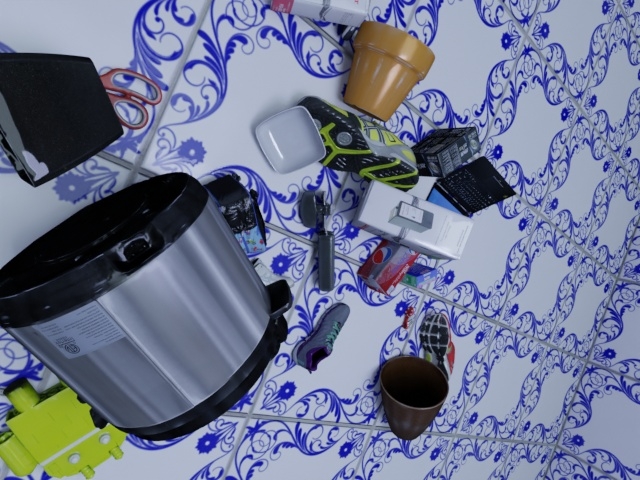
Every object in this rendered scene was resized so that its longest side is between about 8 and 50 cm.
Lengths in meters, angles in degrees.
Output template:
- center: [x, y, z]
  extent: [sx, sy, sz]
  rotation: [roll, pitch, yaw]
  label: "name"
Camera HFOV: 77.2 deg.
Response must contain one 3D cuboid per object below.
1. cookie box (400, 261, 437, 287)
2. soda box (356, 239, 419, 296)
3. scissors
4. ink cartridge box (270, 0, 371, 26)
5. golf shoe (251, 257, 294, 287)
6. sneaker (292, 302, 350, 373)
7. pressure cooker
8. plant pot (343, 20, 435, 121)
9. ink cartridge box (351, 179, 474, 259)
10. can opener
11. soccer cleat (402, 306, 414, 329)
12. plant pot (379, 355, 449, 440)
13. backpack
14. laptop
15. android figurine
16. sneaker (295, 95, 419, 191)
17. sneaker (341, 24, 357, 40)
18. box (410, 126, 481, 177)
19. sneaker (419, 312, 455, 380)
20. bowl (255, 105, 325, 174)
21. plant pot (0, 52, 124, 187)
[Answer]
- center: [0.299, 0.107, 1.274]
  extent: [0.092, 0.107, 0.040]
  rotation: [-16, 109, -30]
  label: "cookie box"
- center: [0.234, 0.037, 1.225]
  extent: [0.263, 0.092, 0.083]
  rotation: [-49, 121, -14]
  label: "soda box"
- center: [-0.453, -0.302, 0.742]
  extent: [0.297, 0.021, 0.108]
  rotation: [17, 99, -32]
  label: "scissors"
- center: [0.005, -0.590, 0.896]
  extent: [0.218, 0.092, 0.158]
  rotation: [5, 98, -10]
  label: "ink cartridge box"
- center: [-0.141, 0.087, 1.007]
  extent: [0.176, 0.069, 0.085]
  rotation: [4, 92, -35]
  label: "golf shoe"
- center: [0.025, 0.279, 1.136]
  extent: [0.223, 0.098, 0.083]
  rotation: [-48, 122, -16]
  label: "sneaker"
- center: [-0.285, 0.137, 0.726]
  extent: [0.375, 0.370, 0.420]
  rotation: [-52, 128, -38]
  label: "pressure cooker"
- center: [0.156, -0.415, 1.025]
  extent: [0.205, 0.205, 0.187]
  rotation: [15, 106, -35]
  label: "plant pot"
- center: [0.232, -0.048, 1.074]
  extent: [0.273, 0.198, 0.114]
  rotation: [22, 88, 0]
  label: "ink cartridge box"
- center: [0.000, 0.000, 1.088]
  extent: [0.093, 0.074, 0.280]
  rotation: [-4, 103, 2]
  label: "can opener"
- center: [0.302, 0.263, 1.360]
  extent: [0.036, 0.029, 0.083]
  rotation: [8, 99, -43]
  label: "soccer cleat"
- center: [0.295, 0.543, 1.325]
  extent: [0.216, 0.215, 0.230]
  rotation: [-17, 123, -30]
  label: "plant pot"
- center: [-0.193, -0.043, 0.896]
  extent: [0.117, 0.158, 0.173]
  rotation: [-26, 125, -18]
  label: "backpack"
- center: [0.485, -0.111, 1.331]
  extent: [0.234, 0.265, 0.136]
  rotation: [32, 46, -35]
  label: "laptop"
- center: [-0.511, 0.377, 0.831]
  extent: [0.248, 0.056, 0.272]
  rotation: [-28, 112, -26]
  label: "android figurine"
- center: [0.095, -0.261, 1.065]
  extent: [0.385, 0.145, 0.147]
  rotation: [28, 47, -26]
  label: "sneaker"
- center: [0.073, -0.621, 1.001]
  extent: [0.097, 0.084, 0.234]
  rotation: [16, 90, -11]
  label: "sneaker"
- center: [0.364, -0.268, 1.212]
  extent: [0.180, 0.147, 0.077]
  rotation: [-37, 117, -23]
  label: "box"
- center: [0.431, 0.372, 1.444]
  extent: [0.118, 0.108, 0.278]
  rotation: [-30, 120, -45]
  label: "sneaker"
- center: [-0.070, -0.243, 0.959]
  extent: [0.142, 0.053, 0.142]
  rotation: [-20, 119, 14]
  label: "bowl"
- center: [-0.448, -0.213, 0.664]
  extent: [0.167, 0.188, 0.187]
  rotation: [-33, 122, -31]
  label: "plant pot"
